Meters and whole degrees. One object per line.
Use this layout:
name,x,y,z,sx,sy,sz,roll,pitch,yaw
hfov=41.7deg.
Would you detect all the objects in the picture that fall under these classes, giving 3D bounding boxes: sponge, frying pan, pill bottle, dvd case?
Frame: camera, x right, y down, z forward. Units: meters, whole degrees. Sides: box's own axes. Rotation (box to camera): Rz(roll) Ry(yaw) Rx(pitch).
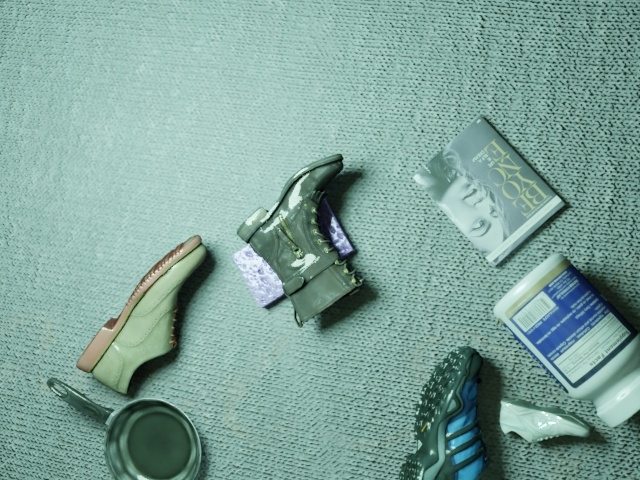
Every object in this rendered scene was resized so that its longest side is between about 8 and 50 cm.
sponge,-0.051,0.023,1.568,0.210,0.031,0.117,-32,79,9
frying pan,-0.377,0.384,1.605,0.326,0.053,0.197,9,93,13
pill bottle,0.422,0.163,1.363,0.153,0.153,0.264,-43,76,8
dvd case,0.295,-0.089,1.489,0.164,0.018,0.221,-42,76,8

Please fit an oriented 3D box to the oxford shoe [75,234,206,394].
oxford shoe,-0.312,0.141,1.601,0.130,0.123,0.348,39,102,-7

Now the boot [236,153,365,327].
boot,0.000,0.000,1.506,0.263,0.091,0.229,-42,83,12

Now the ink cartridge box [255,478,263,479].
ink cartridge box,-0.178,0.536,1.430,0.117,0.278,0.201,44,97,16

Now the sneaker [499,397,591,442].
sneaker,0.377,0.312,1.419,0.152,0.054,0.061,11,97,22

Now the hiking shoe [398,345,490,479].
hiking shoe,0.231,0.334,1.442,0.132,0.113,0.304,21,84,-14
